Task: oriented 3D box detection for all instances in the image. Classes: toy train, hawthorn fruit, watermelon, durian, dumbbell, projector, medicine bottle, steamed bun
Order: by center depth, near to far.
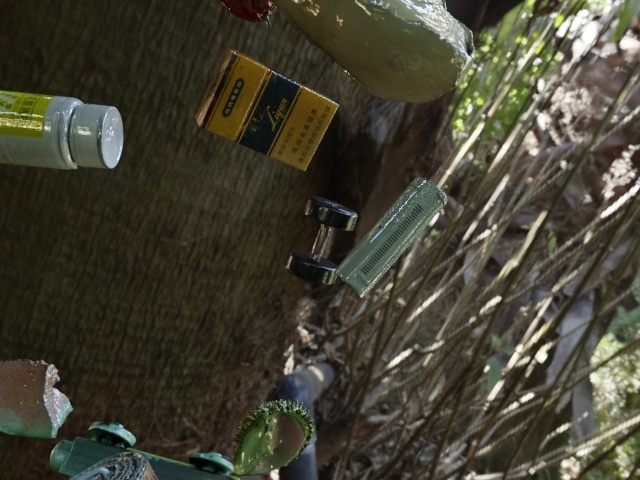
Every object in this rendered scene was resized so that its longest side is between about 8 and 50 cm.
[{"bbox_3d":[0.045,-0.214,0.561,0.231,0.110,0.212,46,31,4],"label":"steamed bun"},{"bbox_3d":[-0.349,0.177,0.682,0.154,0.080,0.101,0,-10,9],"label":"watermelon"},{"bbox_3d":[-0.127,-0.476,1.094,0.172,0.148,0.148,60,7,0],"label":"hawthorn fruit"},{"bbox_3d":[-0.091,0.355,1.112,0.137,0.221,0.096,2,45,-28],"label":"durian"},{"bbox_3d":[-0.532,-0.212,1.149,0.257,0.144,0.143,6,7,-2],"label":"medicine bottle"},{"bbox_3d":[-0.364,0.546,1.294,0.441,0.179,0.272,13,-37,6],"label":"toy train"},{"bbox_3d":[0.180,-0.009,1.517,0.108,0.337,0.108,41,0,0],"label":"projector"},{"bbox_3d":[0.000,0.000,1.636,0.152,0.218,0.152,19,9,-3],"label":"dumbbell"}]

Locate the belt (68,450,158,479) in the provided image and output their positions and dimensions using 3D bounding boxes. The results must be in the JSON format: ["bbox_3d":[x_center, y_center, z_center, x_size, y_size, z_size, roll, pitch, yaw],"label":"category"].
[{"bbox_3d":[-0.415,0.492,1.014,0.206,0.294,0.161,-2,-67,59],"label":"belt"}]

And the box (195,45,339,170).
[{"bbox_3d":[-0.102,-0.249,1.136,0.237,0.152,0.070,19,19,-32],"label":"box"}]
